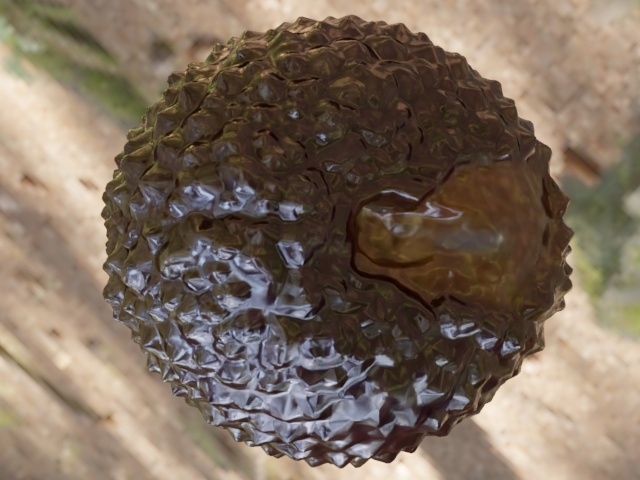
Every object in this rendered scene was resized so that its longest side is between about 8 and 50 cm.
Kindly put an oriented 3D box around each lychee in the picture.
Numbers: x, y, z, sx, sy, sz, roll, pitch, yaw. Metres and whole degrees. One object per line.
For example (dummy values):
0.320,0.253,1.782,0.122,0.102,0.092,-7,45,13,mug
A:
0.000,0.000,0.763,0.188,0.188,0.188,38,161,15,lychee
